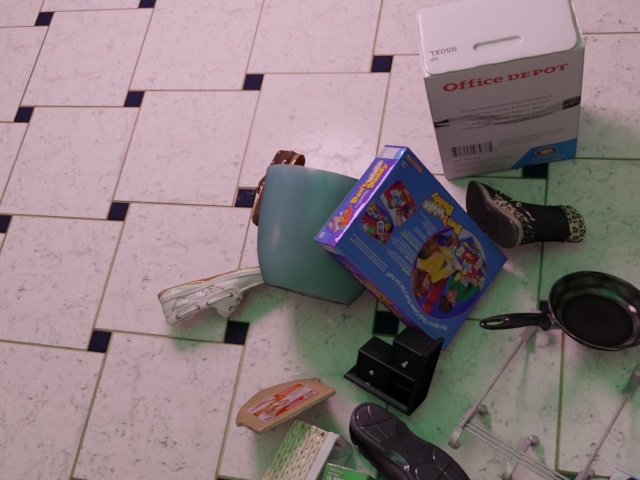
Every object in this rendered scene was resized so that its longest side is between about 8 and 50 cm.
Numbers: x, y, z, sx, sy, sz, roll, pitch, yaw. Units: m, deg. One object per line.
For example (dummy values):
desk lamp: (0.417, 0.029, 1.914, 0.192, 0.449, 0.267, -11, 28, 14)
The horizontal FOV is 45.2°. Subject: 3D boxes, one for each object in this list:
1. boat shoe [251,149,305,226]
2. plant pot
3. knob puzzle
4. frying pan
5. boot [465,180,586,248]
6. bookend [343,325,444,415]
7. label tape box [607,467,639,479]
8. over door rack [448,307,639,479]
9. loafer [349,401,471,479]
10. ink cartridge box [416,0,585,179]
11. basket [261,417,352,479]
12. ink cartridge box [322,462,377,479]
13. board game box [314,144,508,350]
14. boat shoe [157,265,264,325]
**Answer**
boat shoe: (-0.109, -0.120, 1.775, 0.073, 0.073, 0.207, 18, 65, 24)
plant pot: (0.000, 0.000, 1.576, 0.293, 0.293, 0.235, 13, 83, 21)
knob puzzle: (-0.080, 0.328, 1.524, 0.213, 0.213, 0.030, -19, 100, 7)
frying pan: (0.476, 0.160, 1.429, 0.326, 0.053, 0.197, -25, 49, -24)
boot: (0.416, -0.054, 1.588, 0.178, 0.085, 0.236, -1, 27, -15)
bookend: (0.140, 0.229, 1.490, 0.156, 0.157, 0.072, 28, 35, 24)
label tape box: (0.530, 0.588, 1.244, 0.249, 0.115, 0.348, 23, 72, 24)
over door rack: (0.418, 0.317, 1.415, 0.239, 0.108, 0.324, 28, 62, 25)
loafer: (0.173, 0.431, 1.444, 0.302, 0.095, 0.109, 40, 51, 23)
ink cartridge box: (0.362, -0.303, 1.540, 0.285, 0.395, 0.166, -9, 64, 11)
basket: (-0.029, 0.437, 1.473, 0.103, 0.113, 0.167, 22, 73, 27)
ink cartridge box: (0.038, 0.525, 1.388, 0.086, 0.153, 0.208, 10, 68, 20)
board game box: (0.183, 0.018, 1.482, 0.233, 0.347, 0.078, -52, 29, -11)
boat shoe: (-0.213, 0.122, 1.687, 0.277, 0.098, 0.096, -16, 86, 4)
